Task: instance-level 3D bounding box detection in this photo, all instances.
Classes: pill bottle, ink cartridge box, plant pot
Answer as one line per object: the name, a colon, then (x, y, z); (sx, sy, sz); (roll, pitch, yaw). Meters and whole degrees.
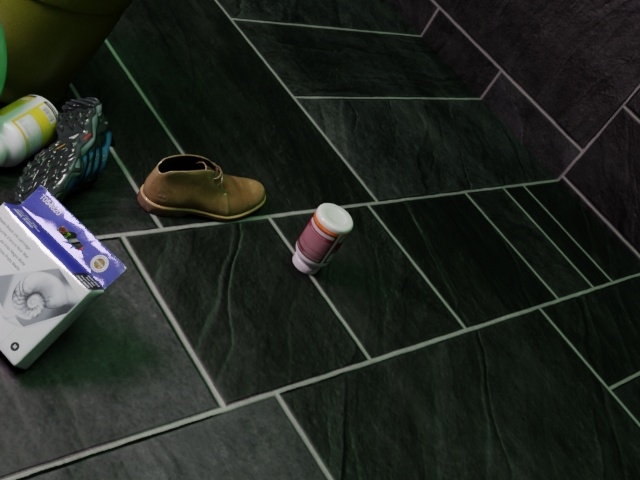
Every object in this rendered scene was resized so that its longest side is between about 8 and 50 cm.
pill bottle: (-0.589, -0.203, 1.556); (0.103, 0.103, 0.184); (34, 36, 0)
ink cartridge box: (-0.462, 0.049, 1.285); (0.223, 0.045, 0.224); (41, 80, 15)
plant pot: (-0.587, -0.476, 1.654); (0.367, 0.353, 0.366); (24, 34, -18)
pill bottle: (0.000, 0.000, 1.734); (0.086, 0.152, 0.086); (21, 37, -17)

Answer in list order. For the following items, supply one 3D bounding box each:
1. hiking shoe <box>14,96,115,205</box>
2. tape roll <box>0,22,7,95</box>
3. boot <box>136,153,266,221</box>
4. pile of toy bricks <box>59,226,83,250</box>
hiking shoe: (-0.471, -0.137, 1.563); (0.113, 0.132, 0.304); (0, 51, 23)
tape roll: (-0.681, -0.314, 1.349); (0.077, 0.321, 0.321); (9, 22, 33)
boot: (-0.229, -0.116, 1.728); (0.305, 0.115, 0.112); (-3, 47, -41)
pile of toy bricks: (-0.459, 0.022, 1.392); (0.118, 0.105, 0.212); (36, 36, 3)
